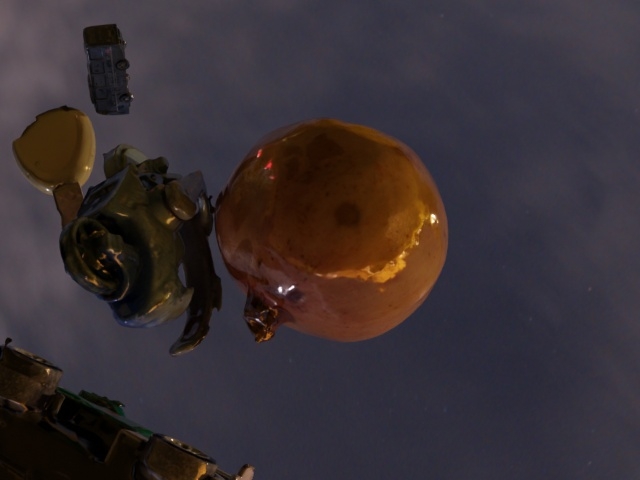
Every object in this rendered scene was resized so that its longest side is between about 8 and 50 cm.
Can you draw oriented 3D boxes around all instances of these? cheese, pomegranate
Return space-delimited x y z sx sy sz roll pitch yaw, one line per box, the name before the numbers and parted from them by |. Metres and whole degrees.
cheese | -0.387 -0.093 1.225 0.127 0.050 0.255 -18 -124 -8
pomegranate | 0.000 0.000 1.128 0.338 0.338 0.338 1 -126 -1

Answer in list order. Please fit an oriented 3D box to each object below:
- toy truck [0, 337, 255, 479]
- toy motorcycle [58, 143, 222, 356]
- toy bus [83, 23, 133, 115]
toy truck | -0.225 0.196 0.702 0.364 0.178 0.176 19 -101 25
toy motorcycle | -0.216 0.004 1.094 0.241 0.182 0.319 28 -150 -14
toy bus | -0.319 -0.254 1.233 0.065 0.166 0.047 -8 -118 -14
